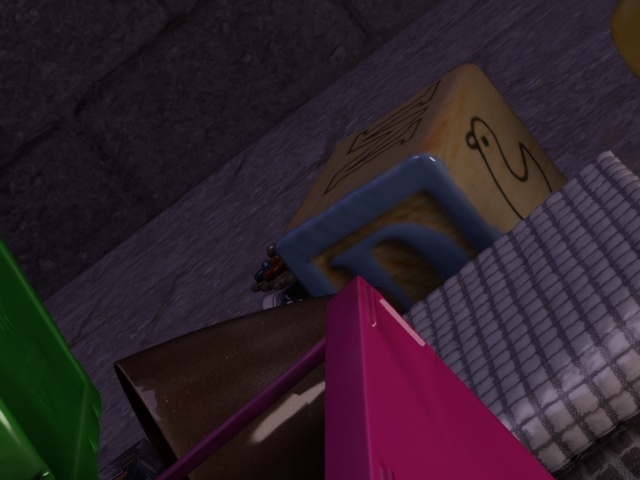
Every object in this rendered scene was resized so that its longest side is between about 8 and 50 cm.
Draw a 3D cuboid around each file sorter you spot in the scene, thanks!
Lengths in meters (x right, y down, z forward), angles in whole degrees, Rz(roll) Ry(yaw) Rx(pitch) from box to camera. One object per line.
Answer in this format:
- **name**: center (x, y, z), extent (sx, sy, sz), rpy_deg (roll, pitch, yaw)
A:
- **file sorter**: center (0.046, 0.202, 0.457), extent (0.182, 0.290, 0.202), rpy_deg (-41, 13, 12)

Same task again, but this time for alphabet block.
- **alphabet block**: center (0.105, -0.016, 1.190), extent (0.193, 0.192, 0.197), rpy_deg (-29, 19, 32)

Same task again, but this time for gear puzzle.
- **gear puzzle**: center (0.000, 0.000, 1.579), extent (0.175, 0.044, 0.339), rpy_deg (-33, 4, -12)

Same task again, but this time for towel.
- **towel**: center (0.171, 0.083, 0.861), extent (0.235, 0.121, 0.283), rpy_deg (-40, 15, 9)

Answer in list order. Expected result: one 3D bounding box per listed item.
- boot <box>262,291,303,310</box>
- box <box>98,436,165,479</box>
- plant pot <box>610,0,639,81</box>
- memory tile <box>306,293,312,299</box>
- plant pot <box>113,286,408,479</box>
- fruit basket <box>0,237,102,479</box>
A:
- **boot**: center (-0.016, 0.096, 1.451), extent (0.086, 0.069, 0.190), rpy_deg (-24, 17, 6)
- **box**: center (-0.282, 0.361, 1.277), extent (0.307, 0.076, 0.242), rpy_deg (-38, 14, 8)
- **plant pot**: center (0.374, -0.216, 1.028), extent (0.239, 0.254, 0.254), rpy_deg (-50, 6, 36)
- **memory tile**: center (0.049, 0.021, 1.591), extent (0.148, 0.012, 0.113), rpy_deg (-48, 16, -29)
- **plant pot**: center (-0.021, 0.140, 1.065), extent (0.230, 0.215, 0.215), rpy_deg (-29, 11, -14)
- **fruit basket**: center (-0.308, 0.114, 0.582), extent (0.392, 0.283, 0.392), rpy_deg (-30, 9, 5)
